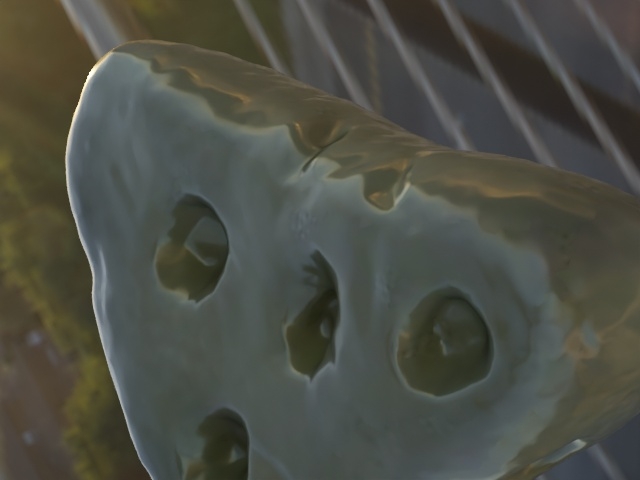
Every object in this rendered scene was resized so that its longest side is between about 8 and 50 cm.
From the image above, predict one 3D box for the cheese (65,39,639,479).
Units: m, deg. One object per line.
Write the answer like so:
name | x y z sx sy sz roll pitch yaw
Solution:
cheese | 0.000 0.000 0.951 0.351 0.129 0.328 -46 65 42
